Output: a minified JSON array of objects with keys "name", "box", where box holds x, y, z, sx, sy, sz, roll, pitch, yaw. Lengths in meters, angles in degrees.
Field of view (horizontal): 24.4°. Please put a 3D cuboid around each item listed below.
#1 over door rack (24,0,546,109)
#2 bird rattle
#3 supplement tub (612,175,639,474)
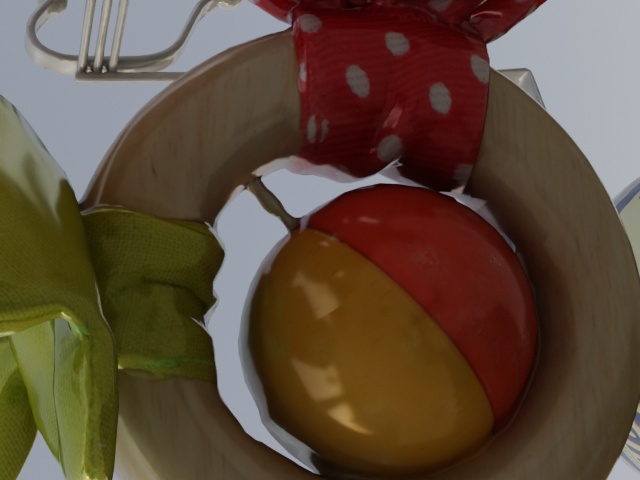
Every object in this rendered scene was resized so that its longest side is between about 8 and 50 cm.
[{"name":"over door rack","box":[0.011,-0.174,0.816,0.324,0.239,0.108,8,-125,-11]},{"name":"bird rattle","box":[0.000,0.000,0.421,0.207,0.143,0.253,49,-121,0]},{"name":"supplement tub","box":[0.302,0.059,0.839,0.235,0.325,0.235,0,-88,-14]}]
